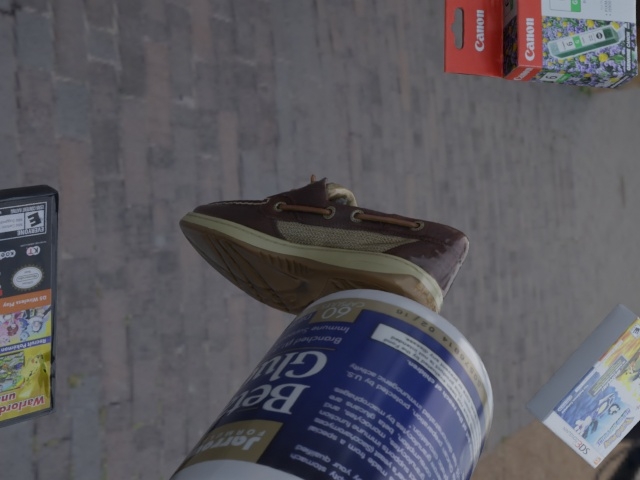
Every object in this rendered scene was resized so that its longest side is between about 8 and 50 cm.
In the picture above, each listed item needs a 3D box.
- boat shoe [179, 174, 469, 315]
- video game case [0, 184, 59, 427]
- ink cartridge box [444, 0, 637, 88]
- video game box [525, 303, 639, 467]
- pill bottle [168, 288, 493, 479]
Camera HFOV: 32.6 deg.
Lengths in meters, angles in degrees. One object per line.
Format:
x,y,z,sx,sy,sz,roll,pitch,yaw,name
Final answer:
0.000,0.000,1.127,0.123,0.342,0.123,-54,131,-25,boat shoe
-0.383,0.082,1.049,0.275,0.035,0.248,-11,114,-39,video game case
0.135,-0.130,0.670,0.029,0.115,0.063,139,-47,-76,ink cartridge box
0.419,0.218,1.605,0.205,0.048,0.187,-48,133,2,video game box
-0.005,0.097,0.388,0.169,0.094,0.094,-51,132,-52,pill bottle
